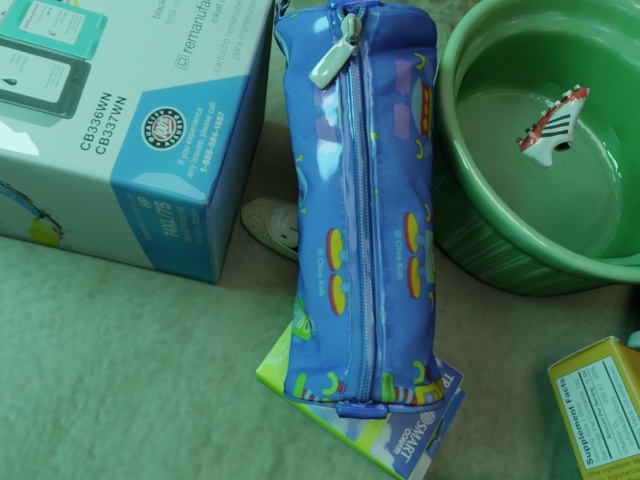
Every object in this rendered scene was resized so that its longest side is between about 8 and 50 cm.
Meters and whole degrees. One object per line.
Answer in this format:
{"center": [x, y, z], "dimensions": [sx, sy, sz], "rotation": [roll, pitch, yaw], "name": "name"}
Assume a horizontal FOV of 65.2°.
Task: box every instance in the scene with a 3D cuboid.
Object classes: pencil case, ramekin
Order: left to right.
{"center": [0.029, -0.024, 0.369], "dimensions": [0.120, 0.133, 0.305], "rotation": [-1, 89, 10], "name": "pencil case"}
{"center": [0.237, -0.088, 0.505], "dimensions": [0.304, 0.148, 0.303], "rotation": [3, 71, -9], "name": "ramekin"}

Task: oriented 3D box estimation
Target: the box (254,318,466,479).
{"center": [0.043, 0.129, 0.453], "dimensions": [0.178, 0.042, 0.109], "rotation": [35, 69, 4], "name": "box"}

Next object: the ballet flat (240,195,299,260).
{"center": [0.000, 0.000, 0.484], "dimensions": [0.168, 0.052, 0.057], "rotation": [30, 69, 2], "name": "ballet flat"}

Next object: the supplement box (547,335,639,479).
{"center": [0.268, 0.201, 0.400], "dimensions": [0.078, 0.080, 0.233], "rotation": [24, 45, -24], "name": "supplement box"}

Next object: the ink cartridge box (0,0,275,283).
{"center": [-0.194, -0.108, 0.409], "dimensions": [0.270, 0.197, 0.198], "rotation": [13, 69, -5], "name": "ink cartridge box"}

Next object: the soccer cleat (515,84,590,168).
{"center": [0.194, -0.092, 0.404], "dimensions": [0.083, 0.029, 0.035], "rotation": [-44, 92, -17], "name": "soccer cleat"}

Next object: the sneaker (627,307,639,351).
{"center": [0.474, 0.088, 0.508], "dimensions": [0.296, 0.104, 0.146], "rotation": [19, 74, 1], "name": "sneaker"}
